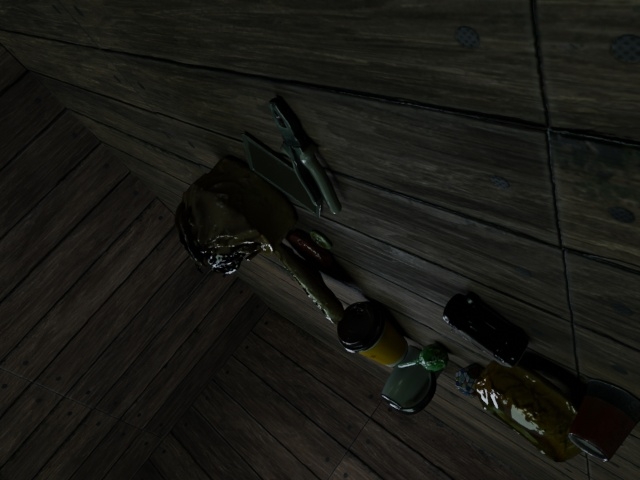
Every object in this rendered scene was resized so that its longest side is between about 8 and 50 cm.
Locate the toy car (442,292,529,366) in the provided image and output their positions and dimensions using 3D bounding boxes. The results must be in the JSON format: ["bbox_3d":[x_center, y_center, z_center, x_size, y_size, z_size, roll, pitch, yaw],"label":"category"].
[{"bbox_3d":[0.374,0.207,1.179,0.210,0.089,0.108,35,170,0],"label":"toy car"}]

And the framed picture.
[{"bbox_3d":[-0.095,-0.167,1.315,0.252,0.014,0.197,36,165,10],"label":"framed picture"}]

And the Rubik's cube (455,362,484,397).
[{"bbox_3d":[0.487,0.449,1.612,0.093,0.111,0.111,60,171,18],"label":"Rubik's cube"}]

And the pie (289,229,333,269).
[{"bbox_3d":[-0.034,0.036,1.700,0.182,0.049,0.182,36,164,12],"label":"pie"}]

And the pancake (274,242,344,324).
[{"bbox_3d":[-0.044,0.133,1.795,0.387,0.082,0.387,48,180,0],"label":"pancake"}]

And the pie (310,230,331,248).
[{"bbox_3d":[-0.001,-0.001,1.567,0.084,0.021,0.084,35,164,12],"label":"pie"}]

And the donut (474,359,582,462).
[{"bbox_3d":[0.533,0.434,1.284,0.330,0.160,0.330,48,177,4],"label":"donut"}]

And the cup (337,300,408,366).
[{"bbox_3d":[0.198,0.355,1.857,0.197,0.196,0.280,20,163,50],"label":"cup"}]

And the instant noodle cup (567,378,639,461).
[{"bbox_3d":[0.606,0.390,1.078,0.127,0.135,0.127,37,165,11],"label":"instant noodle cup"}]

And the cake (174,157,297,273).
[{"bbox_3d":[-0.282,-0.042,1.534,0.333,0.321,0.332,35,162,13],"label":"cake"}]

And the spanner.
[{"bbox_3d":[-0.036,-0.176,1.090,0.096,0.040,0.324,26,157,37],"label":"spanner"}]

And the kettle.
[{"bbox_3d":[0.360,0.557,1.942,0.161,0.236,0.221,46,163,-24],"label":"kettle"}]

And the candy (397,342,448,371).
[{"bbox_3d":[0.349,0.434,1.800,0.097,0.097,0.323,39,153,-1],"label":"candy"}]
